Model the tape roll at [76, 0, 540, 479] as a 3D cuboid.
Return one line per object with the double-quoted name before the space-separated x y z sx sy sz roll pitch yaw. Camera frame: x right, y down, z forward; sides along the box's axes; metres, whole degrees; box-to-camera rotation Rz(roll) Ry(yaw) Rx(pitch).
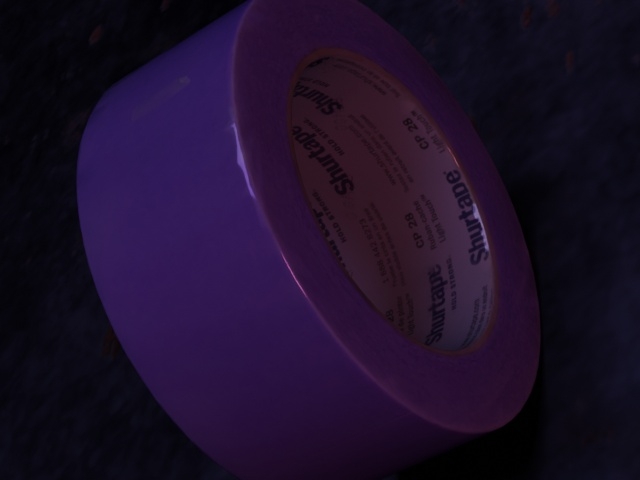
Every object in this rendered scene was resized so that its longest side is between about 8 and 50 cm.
"tape roll" 0.000 0.000 0.714 0.080 0.189 0.189 -27 41 29
